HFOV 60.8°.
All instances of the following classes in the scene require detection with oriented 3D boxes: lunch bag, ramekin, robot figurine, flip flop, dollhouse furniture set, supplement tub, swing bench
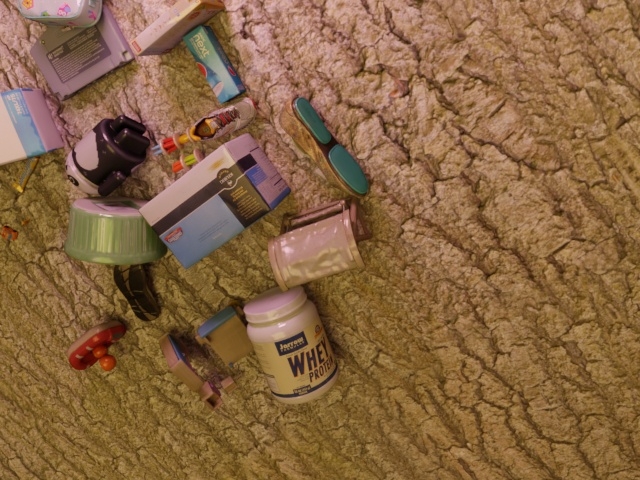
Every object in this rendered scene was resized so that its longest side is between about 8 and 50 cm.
[{"bbox_3d":[-0.717,-0.733,1.521,0.224,0.108,0.278,5,95,8],"label":"lunch bag"},{"bbox_3d":[-0.627,-0.040,1.688,0.304,0.303,0.148,10,105,8],"label":"ramekin"},{"bbox_3d":[-0.654,-0.261,1.671,0.278,0.209,0.173,-35,113,21],"label":"robot figurine"},{"bbox_3d":[-0.623,0.157,1.878,0.113,0.080,0.276,-8,123,10],"label":"flip flop"},{"bbox_3d":[-0.357,0.368,1.903,0.303,0.198,0.286,-37,124,-9],"label":"dollhouse furniture set"},{"bbox_3d":[-0.095,0.326,1.738,0.236,0.235,0.324,-15,106,16],"label":"supplement tub"},{"bbox_3d":[0.000,0.000,1.589,0.254,0.254,0.165,-18,105,17],"label":"swing bench"}]

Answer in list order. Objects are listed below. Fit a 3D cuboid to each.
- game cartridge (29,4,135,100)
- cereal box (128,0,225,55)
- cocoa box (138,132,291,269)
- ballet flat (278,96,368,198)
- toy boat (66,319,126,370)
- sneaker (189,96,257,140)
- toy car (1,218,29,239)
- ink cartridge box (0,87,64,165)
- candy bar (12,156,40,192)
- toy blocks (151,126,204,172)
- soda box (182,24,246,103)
[{"bbox_3d":[-0.721,-0.571,1.639,0.295,0.060,0.195,-22,108,18],"label":"game cartridge"},{"bbox_3d":[-0.391,-0.594,1.497,0.240,0.173,0.047,-29,102,19],"label":"cereal box"},{"bbox_3d":[-0.304,-0.118,1.620,0.347,0.231,0.227,-33,100,20],"label":"cocoa box"},{"bbox_3d":[0.004,-0.255,1.583,0.123,0.123,0.348,-35,100,21],"label":"ballet flat"},{"bbox_3d":[-0.784,0.398,1.943,0.231,0.151,0.151,-37,80,22],"label":"toy boat"},{"bbox_3d":[-0.287,-0.347,1.609,0.225,0.092,0.088,-25,103,18],"label":"sneaker"},{"bbox_3d":[-1.081,-0.047,1.911,0.060,0.040,0.122,46,112,-7],"label":"toy car"},{"bbox_3d":[-0.973,-0.331,1.654,0.270,0.198,0.197,-17,107,-6],"label":"ink cartridge box"},{"bbox_3d":[-0.991,-0.233,1.837,0.040,0.018,0.161,39,113,-4],"label":"candy bar"},{"bbox_3d":[-0.444,-0.265,1.682,0.148,0.054,0.123,-19,88,17],"label":"toy blocks"},{"bbox_3d":[-0.303,-0.505,1.568,0.071,0.067,0.210,-26,102,19],"label":"soda box"}]
